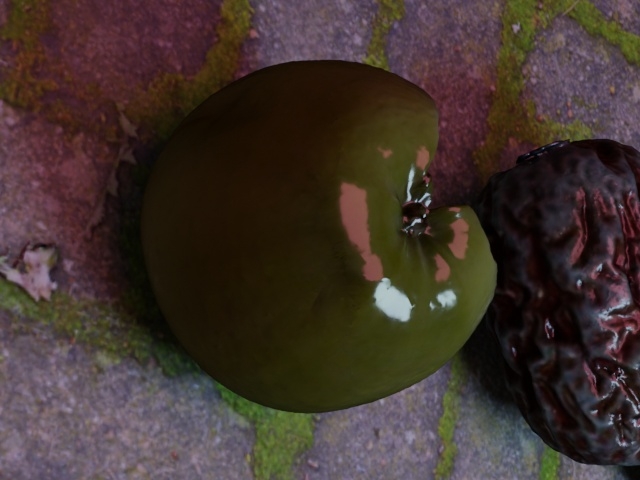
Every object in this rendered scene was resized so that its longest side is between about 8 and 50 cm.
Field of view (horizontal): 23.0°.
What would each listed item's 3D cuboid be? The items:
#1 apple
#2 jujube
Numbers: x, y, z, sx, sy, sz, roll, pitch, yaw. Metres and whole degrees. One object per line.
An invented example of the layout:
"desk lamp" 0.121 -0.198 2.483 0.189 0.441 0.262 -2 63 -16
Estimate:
"apple" -0.017 -0.003 1.296 0.233 0.258 0.295 -10 87 -38
"jujube" 0.263 0.057 1.527 0.226 0.226 0.317 -21 93 -38
